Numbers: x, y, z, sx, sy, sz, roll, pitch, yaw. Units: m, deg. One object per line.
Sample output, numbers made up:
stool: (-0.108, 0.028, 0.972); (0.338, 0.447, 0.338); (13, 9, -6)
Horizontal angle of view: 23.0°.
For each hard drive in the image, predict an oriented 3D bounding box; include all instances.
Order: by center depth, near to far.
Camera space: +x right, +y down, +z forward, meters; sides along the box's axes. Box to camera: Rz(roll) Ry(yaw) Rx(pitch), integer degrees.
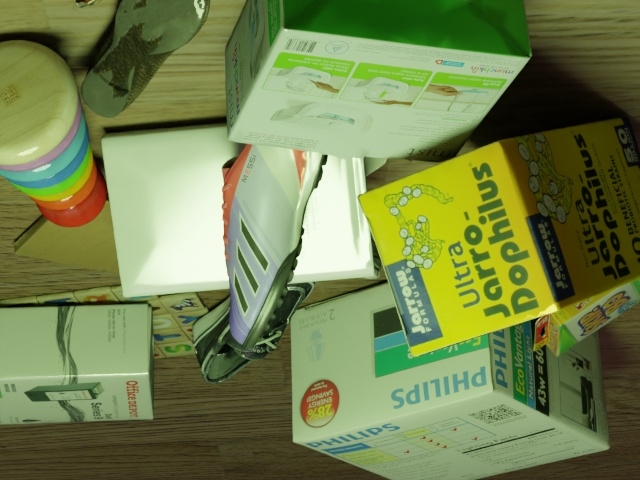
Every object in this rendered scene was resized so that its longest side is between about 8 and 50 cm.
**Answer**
hard drive: (-0.097, -0.043, 1.891); (0.308, 0.203, 0.040); (-5, -163, 4)

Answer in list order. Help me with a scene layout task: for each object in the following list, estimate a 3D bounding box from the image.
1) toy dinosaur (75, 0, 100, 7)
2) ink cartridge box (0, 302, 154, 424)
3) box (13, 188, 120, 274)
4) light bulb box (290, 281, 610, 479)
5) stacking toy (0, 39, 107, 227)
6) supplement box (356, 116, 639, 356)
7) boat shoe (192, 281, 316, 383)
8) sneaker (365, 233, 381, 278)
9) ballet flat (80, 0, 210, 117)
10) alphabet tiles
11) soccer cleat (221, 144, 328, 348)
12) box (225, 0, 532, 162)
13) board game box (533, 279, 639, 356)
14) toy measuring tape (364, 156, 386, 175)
toy dinosaur: (-0.080, -0.310, 1.400); (0.296, 0.127, 0.200); (-10, 164, -15)
ink cartridge box: (-0.396, 0.189, 2.372); (0.289, 0.121, 0.211); (-2, 155, -4)
box: (-0.296, -0.013, 2.102); (0.164, 0.021, 0.201); (13, 151, -30)
light bulb box: (0.197, 0.212, 2.399); (0.358, 0.225, 0.361); (-19, 150, 31)
stacking toy: (-0.311, -0.102, 1.806); (0.141, 0.141, 0.330); (-5, 162, 4)
supplement box: (0.237, -0.012, 1.811); (0.195, 0.194, 0.357); (-22, 176, 34)
boat shoe: (-0.098, 0.125, 2.314); (0.108, 0.102, 0.301); (12, 147, -33)
sneaker: (0.000, 0.000, 2.092); (0.115, 0.090, 0.232); (-8, 154, 18)
ballet flat: (-0.182, -0.215, 1.659); (0.084, 0.058, 0.250); (39, 138, -4)
alphabet tiles: (-0.334, 0.136, 2.423); (0.343, 0.011, 0.285); (-7, 155, 9)
soccer cleat: (-0.071, -0.032, 1.819); (0.116, 0.318, 0.108); (15, -167, -4)
box: (0.052, -0.192, 1.643); (0.262, 0.126, 0.231); (4, 154, -16)
board game box: (0.414, 0.076, 2.220); (0.259, 0.039, 0.124); (-30, 155, -8)
toy measuring tape: (-0.062, -0.056, 1.948); (0.330, 0.121, 0.121); (-31, 144, 30)
